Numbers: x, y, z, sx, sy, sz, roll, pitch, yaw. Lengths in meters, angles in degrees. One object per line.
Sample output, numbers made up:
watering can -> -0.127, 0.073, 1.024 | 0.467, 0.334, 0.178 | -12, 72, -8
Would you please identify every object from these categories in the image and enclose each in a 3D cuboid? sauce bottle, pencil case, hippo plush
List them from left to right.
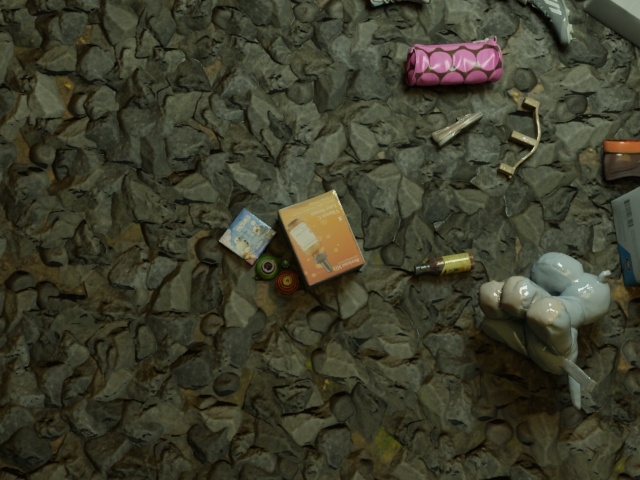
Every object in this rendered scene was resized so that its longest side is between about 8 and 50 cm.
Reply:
sauce bottle -> 0.265, 0.054, 1.760 | 0.128, 0.042, 0.042 | -10, 81, -3
pencil case -> 0.292, -0.394, 1.815 | 0.209, 0.095, 0.098 | -5, 111, -5
hippo plush -> 0.493, 0.129, 1.663 | 0.294, 0.234, 0.236 | 39, 68, 22

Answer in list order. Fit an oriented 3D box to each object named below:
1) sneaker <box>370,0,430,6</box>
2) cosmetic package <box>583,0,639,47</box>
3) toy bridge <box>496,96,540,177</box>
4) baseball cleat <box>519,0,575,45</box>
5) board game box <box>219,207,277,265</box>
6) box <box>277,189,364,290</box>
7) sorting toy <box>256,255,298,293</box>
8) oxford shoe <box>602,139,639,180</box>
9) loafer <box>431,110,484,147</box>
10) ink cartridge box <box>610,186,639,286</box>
sneaker -> 0.153, -0.557, 1.851 | 0.190, 0.071, 0.083 | 22, 88, 7
cosmetic package -> 0.737, -0.523, 1.861 | 0.238, 0.107, 0.127 | 36, 80, 6
toy bridge -> 0.452, -0.223, 1.827 | 0.063, 0.026, 0.188 | 22, 80, -1
baseball cleat -> 0.510, -0.534, 1.872 | 0.109, 0.072, 0.206 | -11, 79, 11
board game box -> -0.154, -0.007, 1.753 | 0.090, 0.020, 0.090 | 35, 80, 4
box -> 0.000, 0.000, 1.726 | 0.130, 0.091, 0.171 | -22, 82, -7
sorting toy -> -0.088, 0.066, 1.733 | 0.102, 0.042, 0.061 | 36, 80, 3
oxford shoe -> 0.756, -0.170, 1.816 | 0.271, 0.097, 0.099 | 3, 100, 1
loafer -> 0.302, -0.255, 1.815 | 0.125, 0.045, 0.039 | -36, 78, -6
ink cartridge box -> 0.758, -0.025, 1.689 | 0.197, 0.270, 0.198 | -5, 81, -5
